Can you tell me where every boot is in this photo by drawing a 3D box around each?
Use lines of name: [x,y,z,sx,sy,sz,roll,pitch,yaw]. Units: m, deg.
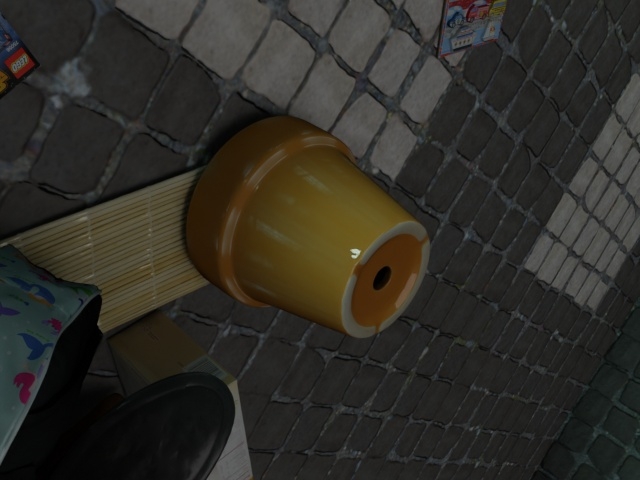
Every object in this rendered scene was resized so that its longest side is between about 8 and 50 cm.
boot: [-0.186,0.195,0.703,0.096,0.280,0.264,38,87,-10]

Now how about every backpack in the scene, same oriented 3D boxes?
backpack: [-0.270,0.119,0.556,0.191,0.253,0.225,26,97,-17]

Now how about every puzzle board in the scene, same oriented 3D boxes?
puzzle board: [0.199,-0.291,0.998,0.128,0.011,0.096,-24,132,-36]

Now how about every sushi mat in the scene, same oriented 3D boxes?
sushi mat: [-0.169,0.010,0.790,0.317,0.019,0.151,-26,132,-35]

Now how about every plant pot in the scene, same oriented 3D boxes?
plant pot: [0.000,0.000,0.800,0.205,0.188,0.205,-29,135,-34]

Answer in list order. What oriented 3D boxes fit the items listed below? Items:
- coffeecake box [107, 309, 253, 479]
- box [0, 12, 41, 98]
coffeecake box: [-0.146,0.190,0.840,0.068,0.142,0.185,-31,136,-31]
box: [-0.283,-0.120,0.559,0.137,0.027,0.094,-46,141,-16]
